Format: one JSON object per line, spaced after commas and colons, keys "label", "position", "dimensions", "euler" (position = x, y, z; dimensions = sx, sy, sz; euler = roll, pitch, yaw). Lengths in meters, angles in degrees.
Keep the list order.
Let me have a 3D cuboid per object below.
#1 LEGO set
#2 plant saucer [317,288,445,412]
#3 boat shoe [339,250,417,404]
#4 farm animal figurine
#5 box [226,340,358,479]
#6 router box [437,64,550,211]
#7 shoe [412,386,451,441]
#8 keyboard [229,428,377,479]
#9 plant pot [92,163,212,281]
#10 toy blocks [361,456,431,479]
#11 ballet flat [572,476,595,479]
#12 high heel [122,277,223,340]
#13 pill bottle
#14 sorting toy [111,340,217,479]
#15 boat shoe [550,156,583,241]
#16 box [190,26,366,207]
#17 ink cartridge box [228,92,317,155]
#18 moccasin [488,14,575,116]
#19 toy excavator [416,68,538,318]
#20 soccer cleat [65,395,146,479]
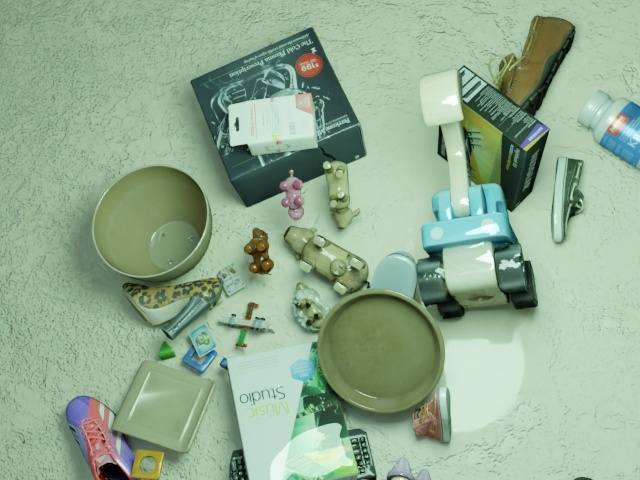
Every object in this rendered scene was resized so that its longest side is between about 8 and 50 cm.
{"label": "LEGO set", "position": [-0.231, 0.196, 1.953], "dimensions": [0.182, 0.060, 0.244], "euler": [-32, 56, -3]}
{"label": "plant saucer", "position": [0.131, 0.236, 1.747], "dimensions": [0.277, 0.041, 0.278], "euler": [2, 101, 12]}
{"label": "boat shoe", "position": [0.135, 0.191, 1.842], "dimensions": [0.135, 0.156, 0.367], "euler": [16, 102, 10]}
{"label": "farm animal figurine", "position": [0.000, 0.000, 1.913], "dimensions": [0.330, 0.172, 0.327], "euler": [-42, 87, 7]}
{"label": "box", "position": [-0.068, 0.391, 1.785], "dimensions": [0.232, 0.058, 0.322], "euler": [-10, 60, -10]}
{"label": "router box", "position": [0.386, -0.225, 1.855], "dimensions": [0.081, 0.309, 0.243], "euler": [-44, 69, -12]}
{"label": "shoe", "position": [0.237, 0.372, 1.734], "dimensions": [0.081, 0.178, 0.063], "euler": [3, 48, 14]}
{"label": "keyboard", "position": [-0.034, 0.527, 1.752], "dimensions": [0.317, 0.033, 0.202], "euler": [-9, 65, -8]}
{"label": "plant pot", "position": [-0.382, -0.018, 1.970], "dimensions": [0.284, 0.191, 0.284], "euler": [-3, 70, 9]}
{"label": "toy blocks", "position": [0.170, 0.572, 1.633], "dimensions": [0.288, 0.309, 0.260], "euler": [31, 46, -17]}
{"label": "ballet flat", "position": [0.607, 0.597, 1.626], "dimensions": [0.095, 0.096, 0.280], "euler": [-34, 68, -4]}
{"label": "high heel", "position": [-0.359, 0.122, 1.970], "dimensions": [0.186, 0.093, 0.261], "euler": [-43, 47, -20]}
{"label": "pill bottle", "position": [0.725, -0.258, 1.910], "dimensions": [0.221, 0.124, 0.124], "euler": [38, 80, 20]}
{"label": "sorting toy", "position": [-0.360, 0.388, 1.876], "dimensions": [0.195, 0.047, 0.348], "euler": [15, 59, 10]}
{"label": "boat shoe", "position": [0.582, -0.098, 1.899], "dimensions": [0.070, 0.078, 0.219], "euler": [7, 69, 13]}
{"label": "box", "position": [-0.102, -0.309, 2.038], "dimensions": [0.343, 0.179, 0.313], "euler": [-24, 69, 0]}
{"label": "ink cartridge box", "position": [-0.111, -0.269, 1.893], "dimensions": [0.198, 0.067, 0.115], "euler": [-6, 70, 5]}
{"label": "moccasin", "position": [0.493, -0.408, 1.996], "dimensions": [0.147, 0.139, 0.380], "euler": [25, 75, 18]}
{"label": "toy excavator", "position": [0.306, -0.088, 1.747], "dimensions": [0.222, 0.433, 0.445], "euler": [-11, 70, 18]}
{"label": "soccer cleat", "position": [-0.492, 0.478, 1.843], "dimensions": [0.108, 0.116, 0.318], "euler": [-37, 68, -5]}
